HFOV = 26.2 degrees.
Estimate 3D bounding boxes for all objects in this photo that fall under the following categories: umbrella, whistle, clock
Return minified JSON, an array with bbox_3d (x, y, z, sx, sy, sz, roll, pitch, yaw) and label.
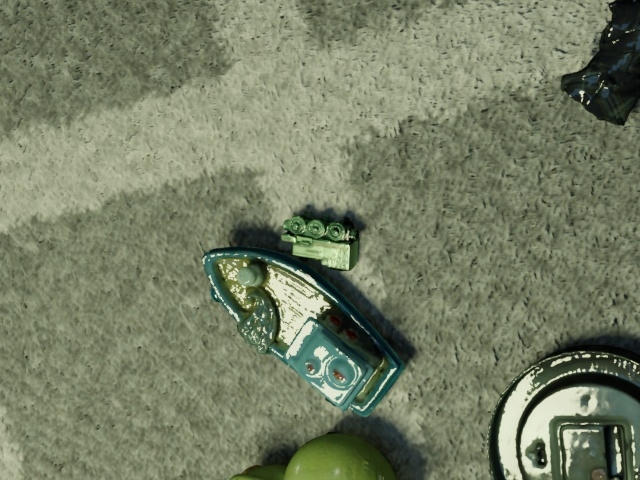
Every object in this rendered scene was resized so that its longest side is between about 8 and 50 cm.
[{"bbox_3d":[0.311,-0.210,1.257,0.224,0.080,0.071,-50,47,19],"label":"umbrella"},{"bbox_3d":[-0.032,0.271,1.469,0.294,0.141,0.141,-5,99,40],"label":"whistle"},{"bbox_3d":[0.274,0.208,1.365,0.214,0.042,0.215,4,103,20],"label":"clock"}]

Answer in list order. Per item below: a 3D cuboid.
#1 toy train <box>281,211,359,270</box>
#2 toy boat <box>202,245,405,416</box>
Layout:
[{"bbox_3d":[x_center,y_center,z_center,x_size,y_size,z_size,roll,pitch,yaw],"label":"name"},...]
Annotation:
[{"bbox_3d":[0.000,0.000,1.434,0.083,0.033,0.053,8,107,20],"label":"toy train"},{"bbox_3d":[-0.028,0.087,1.429,0.238,0.098,0.109,39,109,10],"label":"toy boat"}]
